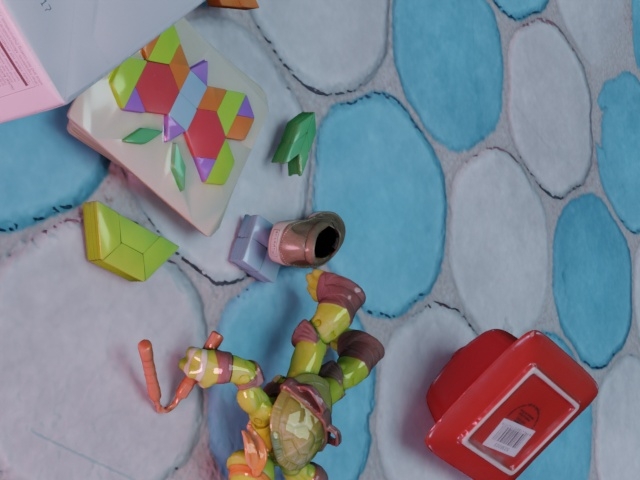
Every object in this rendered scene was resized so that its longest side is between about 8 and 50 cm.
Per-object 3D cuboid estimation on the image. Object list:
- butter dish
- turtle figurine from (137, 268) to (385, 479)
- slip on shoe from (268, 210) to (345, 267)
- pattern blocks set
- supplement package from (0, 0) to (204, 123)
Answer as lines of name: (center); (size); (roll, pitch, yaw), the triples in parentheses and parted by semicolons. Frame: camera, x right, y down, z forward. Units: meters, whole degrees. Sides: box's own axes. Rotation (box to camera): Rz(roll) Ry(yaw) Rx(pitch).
butter dish: (0.174, 0.151, 1.136); (0.160, 0.118, 0.160); (-47, 132, 6)
turtle figurine: (-0.026, 0.126, 0.920); (0.270, 0.087, 0.217); (57, 47, -27)
slip on shoe: (0.000, 0.000, 0.982); (0.135, 0.041, 0.052); (0, 98, -68)
pattern blocks set: (-0.115, -0.107, 0.881); (0.324, 0.026, 0.286); (24, 72, -47)
supplement package: (-0.209, -0.144, 0.630); (0.134, 0.244, 0.139); (-48, 120, -41)
